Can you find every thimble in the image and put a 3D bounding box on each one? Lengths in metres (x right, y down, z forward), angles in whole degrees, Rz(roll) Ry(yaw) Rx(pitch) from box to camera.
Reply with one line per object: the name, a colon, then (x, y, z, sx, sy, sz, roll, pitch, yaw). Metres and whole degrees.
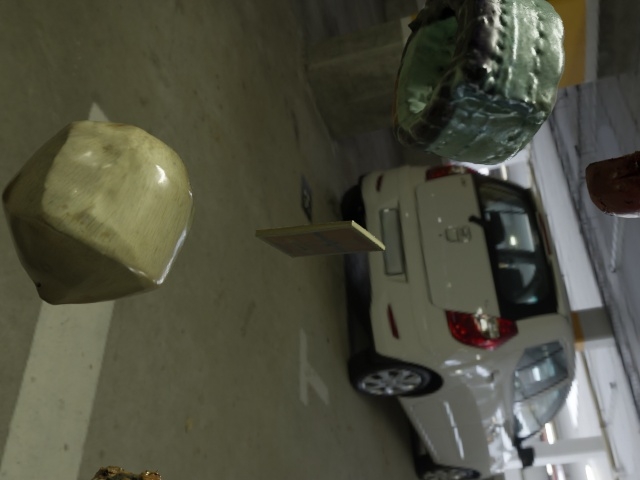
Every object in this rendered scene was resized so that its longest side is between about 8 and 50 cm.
thimble: (0.192, -0.208, 0.823, 0.237, 0.150, 0.237, -169, -90, -75)

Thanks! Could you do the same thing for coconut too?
coconut: (-0.260, -0.027, 0.765, 0.224, 0.224, 0.224, -11, 90, -76)

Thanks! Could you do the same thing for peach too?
peach: (0.242, -0.043, 0.502, 0.083, 0.077, 0.050, -14, 93, -81)

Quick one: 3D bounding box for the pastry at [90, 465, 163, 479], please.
pastry: (-0.346, 0.485, 1.087, 0.193, 0.275, 0.275, 50, 1, 25)

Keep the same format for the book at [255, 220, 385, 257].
book: (0.000, 0.001, 1.456, 0.170, 0.241, 0.018, 34, 57, -54)
